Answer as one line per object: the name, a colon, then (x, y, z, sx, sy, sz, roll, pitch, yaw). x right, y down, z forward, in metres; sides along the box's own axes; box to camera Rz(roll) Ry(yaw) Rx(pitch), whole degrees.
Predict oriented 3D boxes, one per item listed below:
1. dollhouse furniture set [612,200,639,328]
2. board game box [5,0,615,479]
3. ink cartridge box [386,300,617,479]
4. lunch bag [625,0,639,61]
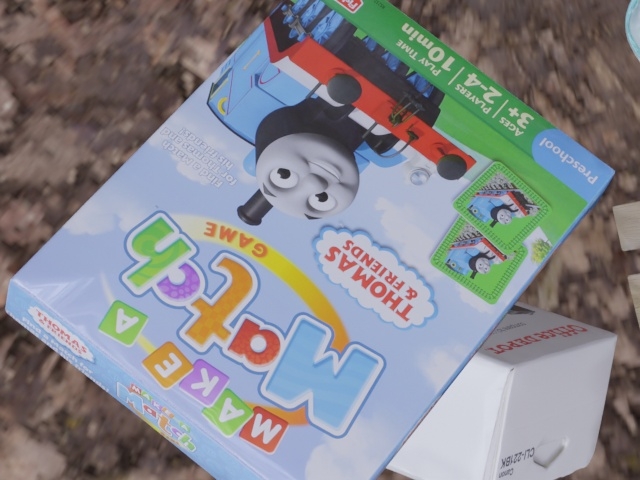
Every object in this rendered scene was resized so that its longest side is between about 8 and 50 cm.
dollhouse furniture set: (0.302, -0.013, 1.341, 0.151, 0.123, 0.144, -15, 91, -30)
board game box: (0.000, 0.000, 0.808, 0.160, 0.039, 0.211, 37, 63, 7)
ink cartridge box: (0.069, 0.098, 1.546, 0.272, 0.197, 0.114, 19, 105, 29)
lunch bag: (0.375, -0.149, 1.485, 0.279, 0.108, 0.224, 51, 129, 24)
